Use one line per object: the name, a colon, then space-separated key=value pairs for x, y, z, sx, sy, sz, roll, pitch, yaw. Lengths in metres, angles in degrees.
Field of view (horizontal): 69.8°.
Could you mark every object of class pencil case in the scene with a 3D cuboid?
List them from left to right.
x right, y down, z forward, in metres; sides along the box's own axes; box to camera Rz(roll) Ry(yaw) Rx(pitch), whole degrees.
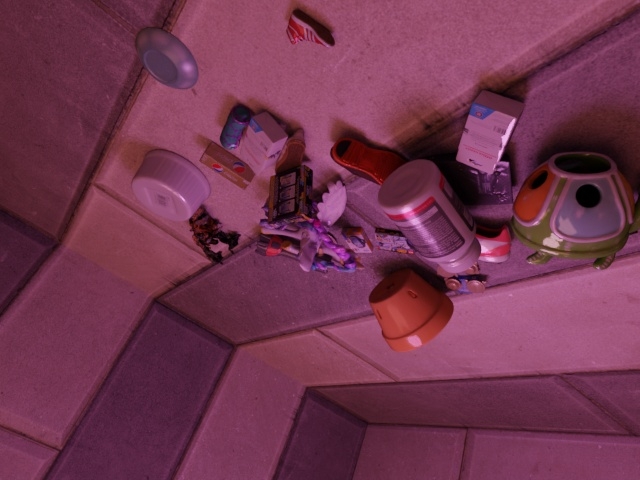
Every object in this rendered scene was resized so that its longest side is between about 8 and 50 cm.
pencil case: x=-0.257 y=-0.340 z=1.391 sx=0.070 sy=0.064 sz=0.152 roll=43 pitch=147 yaw=-2

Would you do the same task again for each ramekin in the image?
ramekin: x=-0.573 y=-0.197 z=1.738 sx=0.277 sy=0.135 sz=0.277 roll=17 pitch=147 yaw=11

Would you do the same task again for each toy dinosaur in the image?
toy dinosaur: x=-0.475 y=-0.015 z=1.980 sx=0.218 sy=0.164 sz=0.322 roll=33 pitch=168 yaw=12

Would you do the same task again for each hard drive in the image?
hard drive: x=0.387 y=-0.167 z=1.250 sx=0.255 sy=0.054 sz=0.172 roll=3 pitch=143 yaw=29

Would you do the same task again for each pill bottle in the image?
pill bottle: x=0.310 y=-0.053 z=1.248 sx=0.176 sy=0.176 sz=0.318 roll=-12 pitch=134 yaw=43

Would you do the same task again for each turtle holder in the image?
turtle holder: x=0.623 y=-0.076 z=1.068 sx=0.321 sy=0.243 sz=0.227 roll=15 pitch=131 yaw=29

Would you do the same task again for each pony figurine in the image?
pony figurine: x=-0.034 y=-0.027 z=1.563 sx=0.364 sy=0.302 sz=0.351 roll=22 pitch=161 yaw=26

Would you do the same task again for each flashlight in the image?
flashlight: x=-0.107 y=0.053 z=1.858 sx=0.304 sy=0.103 sz=0.103 roll=20 pitch=127 yaw=-3

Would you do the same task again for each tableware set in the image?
tableware set: x=0.500 y=0.132 z=1.628 sx=0.169 sy=0.020 sz=0.141 roll=-1 pitch=129 yaw=34

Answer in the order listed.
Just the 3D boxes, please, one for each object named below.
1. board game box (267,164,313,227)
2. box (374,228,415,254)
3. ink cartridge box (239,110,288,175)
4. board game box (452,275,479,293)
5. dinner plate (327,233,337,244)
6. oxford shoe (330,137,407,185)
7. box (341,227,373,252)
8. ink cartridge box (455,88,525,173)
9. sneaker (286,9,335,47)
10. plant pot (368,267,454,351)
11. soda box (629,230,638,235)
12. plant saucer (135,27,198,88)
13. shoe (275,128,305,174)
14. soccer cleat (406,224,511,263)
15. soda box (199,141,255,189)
board game box: x=-0.094 y=-0.135 z=1.426 sx=0.141 sy=0.170 sz=0.048 roll=-13 pitch=155 yaw=33
box: x=0.263 y=0.004 z=1.607 sx=0.137 sy=0.027 sz=0.094 roll=9 pitch=144 yaw=22
ink cartridge box: x=-0.175 y=-0.288 z=1.386 sx=0.104 sy=0.062 sz=0.181 roll=51 pitch=148 yaw=7
board game box: x=0.538 y=0.161 z=1.675 sx=0.090 sy=0.020 sz=0.090 roll=-1 pitch=141 yaw=34
dinner plate: x=0.000 y=0.000 z=1.779 sx=0.141 sy=0.017 sz=0.141 roll=17 pitch=149 yaw=11
oxford shoe: x=0.155 y=-0.213 z=1.321 sx=0.272 sy=0.096 sz=0.098 roll=26 pitch=176 yaw=-10
box: x=0.139 y=0.005 z=1.688 sx=0.081 sy=0.028 sz=0.136 roll=-1 pitch=139 yaw=33
ink cartridge box: x=0.398 y=-0.254 z=1.090 sx=0.104 sy=0.060 sz=0.180 roll=28 pitch=150 yaw=18
sneaker: x=-0.026 y=-0.473 z=1.068 sx=0.118 sy=0.042 sz=0.067 roll=36 pitch=143 yaw=-7
plant pot: x=0.320 y=0.241 z=1.720 sx=0.203 sy=0.291 sz=0.291 roll=52 pitch=141 yaw=-11
soda box: x=0.745 y=-0.027 z=1.226 sx=0.053 sy=0.060 sz=0.169 roll=33 pitch=147 yaw=-17
plant saucer: x=-0.442 y=-0.500 z=1.297 sx=0.195 sy=0.037 sz=0.195 roll=16 pitch=147 yaw=10
shoe: x=-0.090 y=-0.263 z=1.418 sx=0.077 sy=0.058 sz=0.219 roll=8 pitch=156 yaw=-17
soccer cleat: x=0.427 y=-0.010 z=1.434 sx=0.319 sy=0.108 sz=0.116 roll=8 pitch=125 yaw=26
soda box: x=-0.313 y=-0.253 z=1.558 sx=0.181 sy=0.061 sz=0.058 roll=33 pitch=147 yaw=-16
